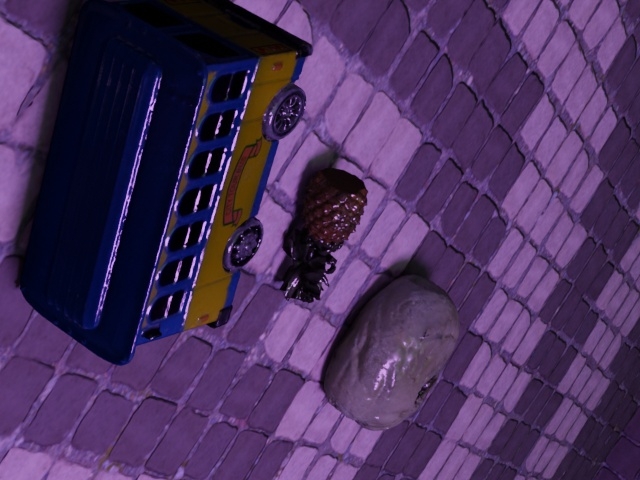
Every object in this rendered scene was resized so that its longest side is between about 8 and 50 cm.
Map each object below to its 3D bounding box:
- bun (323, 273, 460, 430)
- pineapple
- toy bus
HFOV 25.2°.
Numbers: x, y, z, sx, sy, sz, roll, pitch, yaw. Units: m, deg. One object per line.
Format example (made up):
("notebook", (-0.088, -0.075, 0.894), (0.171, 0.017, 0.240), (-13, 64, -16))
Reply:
("bun", (0.105, 0.150, 1.867), (0.221, 0.108, 0.221), (-40, 147, -32))
("pineapple", (0.000, 0.000, 1.579), (0.074, 0.074, 0.159), (-17, 135, -53))
("toy bus", (-0.133, -0.056, 1.214), (0.175, 0.138, 0.288), (-19, 134, -53))
